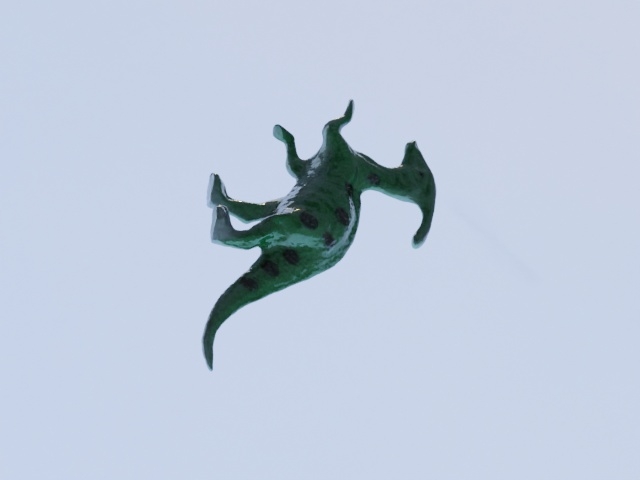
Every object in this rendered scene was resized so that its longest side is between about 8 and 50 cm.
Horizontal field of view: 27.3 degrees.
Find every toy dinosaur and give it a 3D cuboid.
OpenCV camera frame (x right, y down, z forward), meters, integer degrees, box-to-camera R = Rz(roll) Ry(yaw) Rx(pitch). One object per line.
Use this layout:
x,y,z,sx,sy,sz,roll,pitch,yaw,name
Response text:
0.000,0.000,0.350,0.062,0.021,0.083,11,-112,-14,toy dinosaur
